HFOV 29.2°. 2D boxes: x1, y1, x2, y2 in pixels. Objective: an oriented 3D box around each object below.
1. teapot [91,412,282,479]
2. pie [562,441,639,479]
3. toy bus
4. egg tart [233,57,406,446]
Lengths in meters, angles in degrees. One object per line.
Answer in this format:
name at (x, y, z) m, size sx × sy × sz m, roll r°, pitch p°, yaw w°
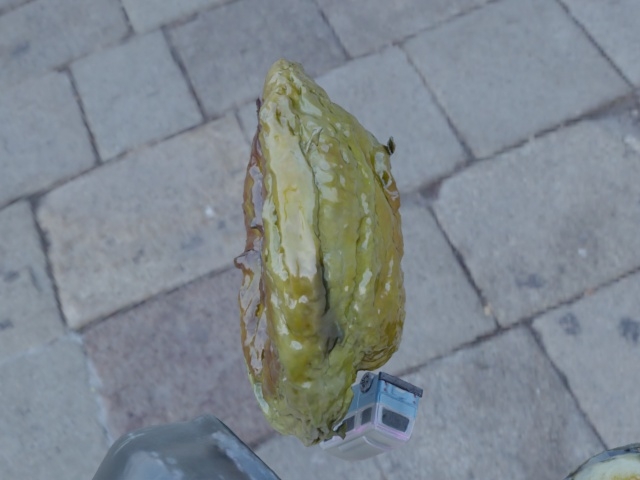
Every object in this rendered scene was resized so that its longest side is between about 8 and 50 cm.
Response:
teapot at (-0.108, 0.363, 0.914) m, size 0.362 × 0.305 × 0.376 m, roll -44°, pitch 67°, yaw -11°
pie at (0.440, 0.414, 1.579) m, size 0.339 × 0.077 × 0.339 m, roll -10°, pitch 69°, yaw 27°
toy bus at (0.047, 0.191, 1.290) m, size 0.123 × 0.060 × 0.075 m, roll -34°, pitch 37°, yaw 50°
egg tart at (0.000, 0.000, 1.166) m, size 0.153 × 0.339 × 0.352 m, roll -4°, pitch 55°, yaw -8°
